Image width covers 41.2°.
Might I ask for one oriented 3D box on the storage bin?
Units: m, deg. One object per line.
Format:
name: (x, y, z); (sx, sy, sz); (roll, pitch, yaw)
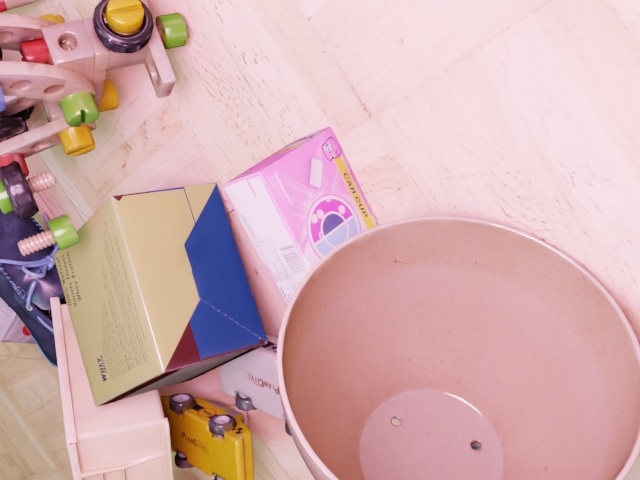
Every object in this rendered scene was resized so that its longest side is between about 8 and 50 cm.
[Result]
storage bin: (-0.286, 0.251, 1.178); (0.262, 0.123, 0.260); (-118, 26, -48)

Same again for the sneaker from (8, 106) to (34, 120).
sneaker: (-0.484, -0.273, 1.083); (0.258, 0.169, 0.447); (20, 134, 11)

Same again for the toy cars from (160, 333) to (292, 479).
toy cars: (-0.088, 0.211, 1.089); (0.393, 0.087, 0.176); (-46, 67, 46)

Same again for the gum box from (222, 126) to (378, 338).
gum box: (0.000, 0.000, 0.831); (0.062, 0.107, 0.188); (-14, 108, 48)

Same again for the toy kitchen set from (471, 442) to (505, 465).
toy kitchen set: (0.191, 0.303, 0.858); (0.166, 0.122, 0.207); (33, 137, 22)

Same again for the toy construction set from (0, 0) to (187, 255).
toy construction set: (-0.277, -0.199, 0.911); (0.309, 0.237, 0.257); (56, 160, 31)

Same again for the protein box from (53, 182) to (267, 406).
protein box: (-0.194, 0.066, 0.999); (0.201, 0.136, 0.199); (-31, 74, 50)

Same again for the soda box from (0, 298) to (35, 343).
soda box: (-0.559, 0.056, 1.390); (0.286, 0.098, 0.091); (32, 94, 22)

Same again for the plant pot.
plant pot: (0.104, 0.147, 0.727); (0.284, 0.284, 0.191); (34, 148, 21)

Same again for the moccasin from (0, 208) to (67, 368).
moccasin: (-0.395, 0.056, 1.254); (0.117, 0.137, 0.342); (1, 135, 32)
